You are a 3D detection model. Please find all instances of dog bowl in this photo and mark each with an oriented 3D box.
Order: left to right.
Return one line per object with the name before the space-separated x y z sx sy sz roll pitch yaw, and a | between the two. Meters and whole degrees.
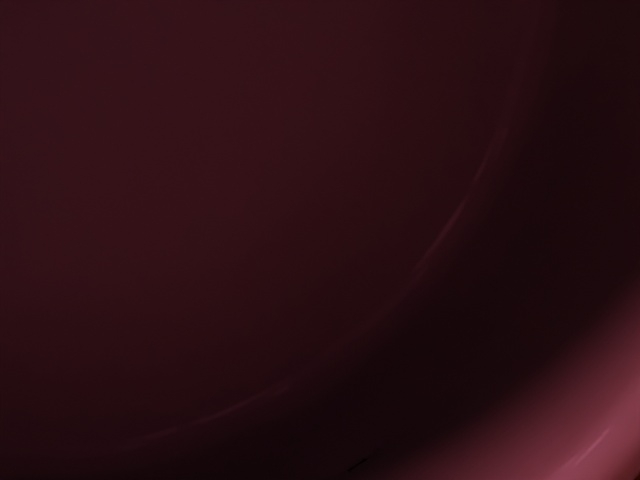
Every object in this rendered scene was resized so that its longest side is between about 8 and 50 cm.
dog bowl | -0.039 -0.050 0.372 0.349 0.349 0.102 -6 19 -22

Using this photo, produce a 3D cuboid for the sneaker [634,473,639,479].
sneaker | 0.054 0.049 0.592 0.083 0.084 0.215 -5 -6 -14
